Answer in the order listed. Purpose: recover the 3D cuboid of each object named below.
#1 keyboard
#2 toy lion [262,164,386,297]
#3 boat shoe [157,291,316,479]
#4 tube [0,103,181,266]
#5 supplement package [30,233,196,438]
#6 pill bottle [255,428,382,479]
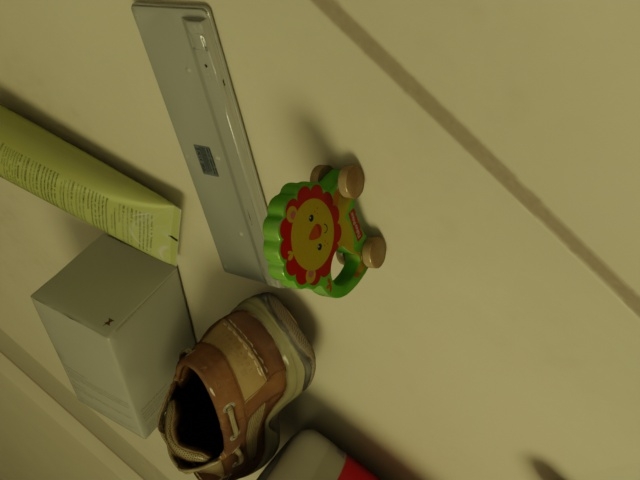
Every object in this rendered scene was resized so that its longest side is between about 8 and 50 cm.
[{"bbox_3d":[-0.081,-0.063,0.575,0.072,0.014,0.256,18,137,34],"label":"keyboard"},{"bbox_3d":[0.000,0.000,0.496,0.034,0.096,0.100,7,132,36],"label":"toy lion"},{"bbox_3d":[-0.108,0.170,0.722,0.123,0.116,0.324,47,143,22],"label":"boat shoe"},{"bbox_3d":[-0.232,-0.057,0.677,0.240,0.062,0.070,28,-175,8],"label":"tube"},{"bbox_3d":[-0.206,0.103,0.768,0.105,0.105,0.179,23,140,23],"label":"supplement package"},{"bbox_3d":[0.077,0.395,0.717,0.408,0.229,0.229,37,143,4],"label":"pill bottle"}]
